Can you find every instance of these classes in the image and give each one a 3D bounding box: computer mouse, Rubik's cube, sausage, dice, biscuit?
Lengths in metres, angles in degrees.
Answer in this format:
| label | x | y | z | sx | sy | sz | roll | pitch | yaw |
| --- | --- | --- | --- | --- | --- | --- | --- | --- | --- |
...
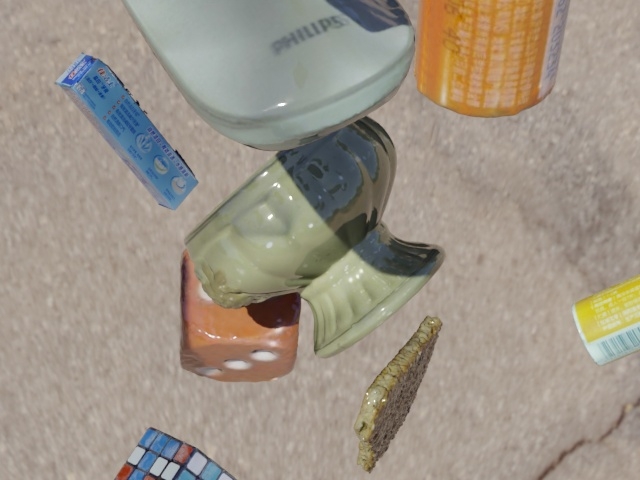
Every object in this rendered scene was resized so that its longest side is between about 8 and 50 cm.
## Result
| label | x | y | z | sx | sy | sz | roll | pitch | yaw |
| --- | --- | --- | --- | --- | --- | --- | --- | --- | --- |
| computer mouse | -0.059 | -0.210 | 1.050 | 0.197 | 0.095 | 0.331 | -28 | 60 | -18 |
| Rubik's cube | -0.150 | 0.262 | 1.307 | 0.092 | 0.092 | 0.092 | 10 | 61 | 50 |
| sausage | 0.258 | -0.359 | 1.877 | 0.233 | 0.287 | 0.233 | 0 | 47 | 0 |
| dice | -0.121 | 0.099 | 1.846 | 0.179 | 0.174 | 0.175 | 5 | 64 | -5 |
| biscuit | 0.072 | 0.166 | 1.276 | 0.026 | 0.237 | 0.131 | 21 | 110 | 12 |

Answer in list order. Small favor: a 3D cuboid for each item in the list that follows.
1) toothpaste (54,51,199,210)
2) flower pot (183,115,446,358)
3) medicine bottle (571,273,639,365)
| label | x | y | z | sx | sy | sz | roll | pitch | yaw |
| --- | --- | --- | --- | --- | --- | --- | --- | --- | --- |
| toothpaste | -0.278 | -0.156 | 1.844 | 0.053 | 0.272 | 0.066 | 22 | 66 | 45 |
| flower pot | 0.000 | 0.000 | 1.607 | 0.307 | 0.307 | 0.244 | -42 | 92 | -19 |
| medicine bottle | 0.324 | 0.037 | 1.073 | 0.218 | 0.074 | 0.074 | -26 | 65 | 20 |
